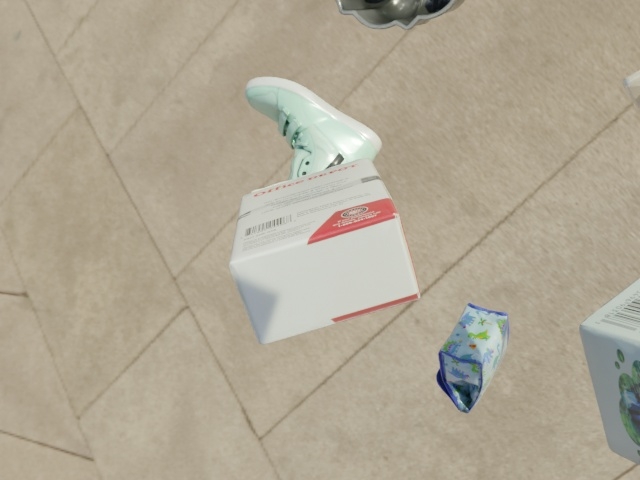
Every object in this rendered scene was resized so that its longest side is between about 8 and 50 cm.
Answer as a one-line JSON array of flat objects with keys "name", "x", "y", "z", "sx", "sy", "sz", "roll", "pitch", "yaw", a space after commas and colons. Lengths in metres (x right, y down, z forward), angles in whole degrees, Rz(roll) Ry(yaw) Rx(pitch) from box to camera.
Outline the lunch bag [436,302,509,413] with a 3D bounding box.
[{"name": "lunch bag", "x": 0.265, "y": 0.206, "z": 1.248, "sx": 0.096, "sy": 0.151, "sz": 0.129, "roll": 15, "pitch": 48, "yaw": 32}]

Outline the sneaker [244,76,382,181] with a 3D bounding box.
[{"name": "sneaker", "x": -0.044, "y": -0.164, "z": 1.195, "sx": 0.256, "sy": 0.094, "sz": 0.151, "roll": 30, "pitch": 71, "yaw": 12}]

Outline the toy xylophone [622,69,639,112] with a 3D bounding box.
[{"name": "toy xylophone", "x": 0.406, "y": -0.039, "z": 0.622, "sx": 0.081, "sy": 0.236, "sz": 0.322, "roll": -40, "pitch": 33, "yaw": 18}]

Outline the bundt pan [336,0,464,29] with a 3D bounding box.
[{"name": "bundt pan", "x": 0.150, "y": -0.505, "z": 1.172, "sx": 0.331, "sy": 0.124, "sz": 0.330, "roll": 7, "pitch": 104, "yaw": 32}]

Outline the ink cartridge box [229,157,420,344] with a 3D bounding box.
[{"name": "ink cartridge box", "x": 0.000, "y": 0.000, "z": 0.929, "sx": 0.197, "sy": 0.273, "sz": 0.114, "roll": -17, "pitch": 110, "yaw": 3}]

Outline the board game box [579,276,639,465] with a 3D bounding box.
[{"name": "board game box", "x": 0.309, "y": 0.055, "z": 0.301, "sx": 0.303, "sy": 0.224, "sz": 0.097, "roll": 16, "pitch": 131, "yaw": 58}]
